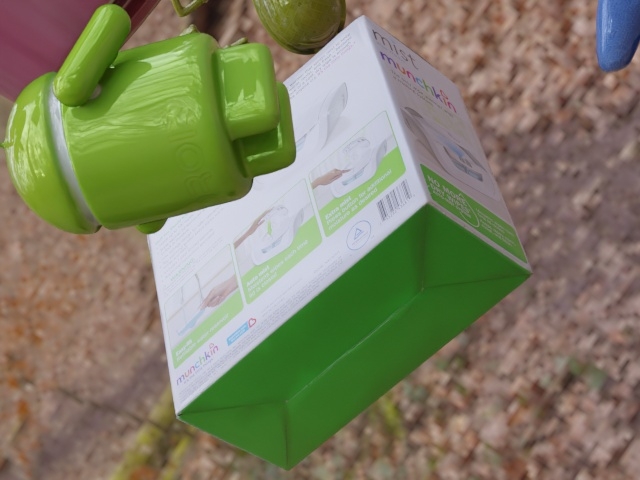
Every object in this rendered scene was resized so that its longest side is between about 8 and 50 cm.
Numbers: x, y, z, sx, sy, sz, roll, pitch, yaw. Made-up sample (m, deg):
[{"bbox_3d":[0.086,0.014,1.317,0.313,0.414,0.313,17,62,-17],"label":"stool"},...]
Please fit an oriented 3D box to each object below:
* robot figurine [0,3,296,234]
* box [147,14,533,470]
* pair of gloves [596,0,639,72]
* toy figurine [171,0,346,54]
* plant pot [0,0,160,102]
[{"bbox_3d":[-0.069,-0.040,0.641,0.115,0.101,0.067,-14,57,8],"label":"robot figurine"},{"bbox_3d":[0.000,0.000,1.276,0.262,0.127,0.231,-42,38,22],"label":"box"},{"bbox_3d":[0.181,-0.094,0.488,0.023,0.198,0.159,-81,-14,-55],"label":"pair of gloves"},{"bbox_3d":[-0.076,-0.325,1.580,0.191,0.362,0.217,-21,16,-10],"label":"toy figurine"},{"bbox_3d":[-0.154,-0.162,0.752,0.201,0.180,0.201,-50,2,2],"label":"plant pot"}]
